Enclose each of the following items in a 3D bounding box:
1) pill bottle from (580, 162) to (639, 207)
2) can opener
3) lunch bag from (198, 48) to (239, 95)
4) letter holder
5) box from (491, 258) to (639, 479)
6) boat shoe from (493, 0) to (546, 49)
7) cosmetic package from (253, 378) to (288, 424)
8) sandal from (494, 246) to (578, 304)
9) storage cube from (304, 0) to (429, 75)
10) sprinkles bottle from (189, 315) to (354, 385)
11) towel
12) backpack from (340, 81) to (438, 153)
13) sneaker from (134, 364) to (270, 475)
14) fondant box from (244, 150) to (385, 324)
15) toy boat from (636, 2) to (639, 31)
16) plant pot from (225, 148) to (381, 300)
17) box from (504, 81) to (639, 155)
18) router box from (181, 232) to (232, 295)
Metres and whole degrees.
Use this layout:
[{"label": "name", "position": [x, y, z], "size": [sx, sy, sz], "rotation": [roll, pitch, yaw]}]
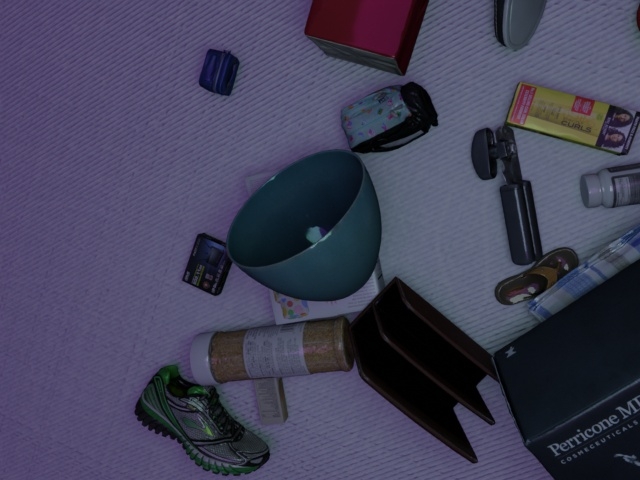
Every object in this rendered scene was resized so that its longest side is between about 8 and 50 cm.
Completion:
[{"label": "pill bottle", "position": [0.577, -0.104, 1.064], "size": [0.137, 0.078, 0.078], "rotation": [-8, 94, 14]}, {"label": "can opener", "position": [0.375, -0.091, 1.130], "size": [0.095, 0.075, 0.284], "rotation": [-7, 95, 46]}, {"label": "lunch bag", "position": [-0.218, -0.373, 1.231], "size": [0.065, 0.067, 0.099], "rotation": [20, 98, 10]}, {"label": "letter holder", "position": [0.219, 0.249, 1.069], "size": [0.301, 0.214, 0.152], "rotation": [39, 103, -13]}, {"label": "box", "position": [0.639, 0.293, 0.924], "size": [0.479, 0.297, 0.472], "rotation": [-39, 98, 16]}, {"label": "boat shoe", "position": [0.376, -0.524, 1.067], "size": [0.091, 0.114, 0.303], "rotation": [26, 112, 51]}, {"label": "cosmetic package", "position": [-0.115, 0.364, 1.292], "size": [0.060, 0.041, 0.115], "rotation": [-7, 94, 13]}, {"label": "sandal", "position": [0.440, 0.080, 1.129], "size": [0.180, 0.049, 0.072], "rotation": [-30, 88, 14]}, {"label": "storage cube", "position": [0.102, -0.452, 1.088], "size": [0.214, 0.183, 0.193], "rotation": [20, 100, 11]}, {"label": "sprinkles bottle", "position": [-0.107, 0.247, 1.237], "size": [0.355, 0.121, 0.121], "rotation": [-9, 93, 14]}, {"label": "towel", "position": [0.572, 0.114, 1.062], "size": [0.209, 0.034, 0.285], "rotation": [42, 118, -5]}, {"label": "backpack", "position": [0.133, -0.248, 1.133], "size": [0.181, 0.152, 0.115], "rotation": [-20, 84, 26]}, {"label": "sneaker", "position": [-0.266, 0.414, 1.286], "size": [0.343, 0.134, 0.146], "rotation": [27, 100, 10]}, {"label": "fondant box", "position": [-0.008, -0.003, 1.204], "size": [0.238, 0.096, 0.331], "rotation": [-11, 92, 13]}, {"label": "toy boat", "position": [0.639, -0.440, 0.944], "size": [0.151, 0.151, 0.231], "rotation": [56, 139, 29]}, {"label": "plant pot", "position": [0.000, 0.000, 1.038], "size": [0.290, 0.290, 0.195], "rotation": [-29, 124, 14]}, {"label": "box", "position": [0.486, -0.237, 1.082], "size": [0.232, 0.058, 0.088], "rotation": [19, 100, 11]}, {"label": "router box", "position": [-0.258, 0.055, 1.297], "size": [0.092, 0.038, 0.123], "rotation": [23, 100, 11]}]
